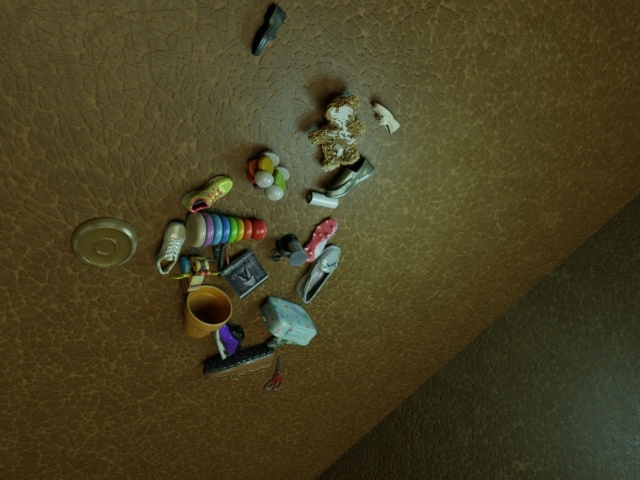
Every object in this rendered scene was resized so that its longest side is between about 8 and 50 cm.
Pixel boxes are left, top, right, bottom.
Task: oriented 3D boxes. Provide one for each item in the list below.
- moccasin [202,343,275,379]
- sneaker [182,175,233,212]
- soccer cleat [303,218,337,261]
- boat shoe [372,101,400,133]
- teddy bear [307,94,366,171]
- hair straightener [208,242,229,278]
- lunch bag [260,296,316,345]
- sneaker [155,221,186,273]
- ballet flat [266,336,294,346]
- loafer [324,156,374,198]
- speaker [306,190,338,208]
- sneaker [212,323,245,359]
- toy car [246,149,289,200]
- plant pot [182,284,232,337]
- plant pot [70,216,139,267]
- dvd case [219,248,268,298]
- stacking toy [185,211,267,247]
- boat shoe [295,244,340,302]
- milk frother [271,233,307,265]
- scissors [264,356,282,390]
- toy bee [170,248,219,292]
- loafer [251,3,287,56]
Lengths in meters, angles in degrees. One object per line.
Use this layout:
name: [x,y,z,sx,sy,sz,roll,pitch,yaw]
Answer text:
moccasin: [-0.425,0.653,2.311,0.380,0.139,0.147,-12,122,-30]
sneaker: [-0.423,-0.168,1.682,0.208,0.094,0.081,-32,131,-3]
soccer cleat: [0.000,0.000,2.052,0.248,0.083,0.095,-54,159,12]
boat shoe: [0.261,-0.494,1.792,0.059,0.063,0.170,-50,132,8]
teddy bear: [0.071,-0.422,1.741,0.245,0.113,0.338,-26,141,3]
hair straightener: [-0.438,0.078,1.896,0.089,0.047,0.230,-9,134,-20]
lunch bag: [-0.161,0.403,2.175,0.279,0.224,0.108,27,110,-40]
sneaker: [-0.592,0.030,1.754,0.087,0.092,0.229,13,117,-32]
ballet flat: [-0.202,0.531,2.375,0.188,0.070,0.070,-1,125,-29]
loafer: [0.113,-0.273,1.882,0.251,0.094,0.087,-36,128,-9]
speaker: [0.010,-0.177,1.920,0.136,0.055,0.055,8,121,-31]
sneaker: [-0.449,0.456,2.165,0.146,0.102,0.293,-18,136,-19]
toy car: [-0.214,-0.246,1.711,0.136,0.159,0.182,-9,140,26]
plant pot: [-0.527,0.338,1.973,0.205,0.205,0.188,10,135,-33]
plant pot: [-0.817,0.019,1.673,0.236,0.032,0.236,-14,131,-17]
dvd case: [-0.341,0.156,1.997,0.164,0.018,0.221,-38,139,-13]
stacking toy: [-0.365,-0.049,1.784,0.330,0.141,0.141,-4,127,-38]
boat shoe: [-0.001,0.164,2.149,0.118,0.103,0.320,25,111,-38]
milk frother: [-0.145,0.067,1.979,0.129,0.135,0.143,-5,127,-22]
scissors: [-0.244,0.777,2.570,0.109,0.021,0.297,8,120,-29]
toy bee: [-0.518,0.119,1.805,0.195,0.162,0.298,-21,137,-23]
loafer: [-0.167,-0.676,1.437,0.061,0.062,0.170,17,118,-41]
